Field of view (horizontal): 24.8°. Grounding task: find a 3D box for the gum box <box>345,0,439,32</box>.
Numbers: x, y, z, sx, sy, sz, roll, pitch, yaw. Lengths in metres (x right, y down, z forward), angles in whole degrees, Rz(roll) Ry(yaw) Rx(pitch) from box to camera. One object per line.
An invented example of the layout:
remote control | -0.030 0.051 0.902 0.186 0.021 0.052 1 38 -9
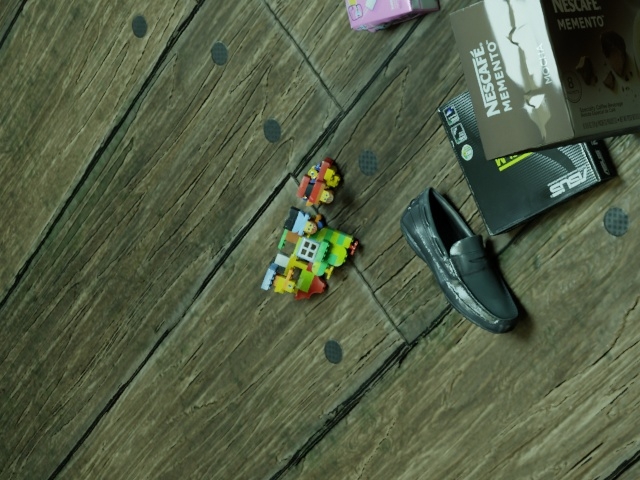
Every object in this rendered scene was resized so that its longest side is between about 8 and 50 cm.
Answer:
gum box | 0.084 -0.374 1.921 0.107 0.062 0.188 -8 92 43

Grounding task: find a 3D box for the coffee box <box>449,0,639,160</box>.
coffee box | 0.292 -0.194 1.603 0.119 0.297 0.168 -14 88 43

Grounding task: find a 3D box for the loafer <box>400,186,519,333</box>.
loafer | 0.185 0.026 1.901 0.223 0.076 0.078 54 137 26

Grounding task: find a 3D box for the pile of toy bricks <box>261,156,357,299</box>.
pile of toy bricks | 0.000 0.000 2.064 0.105 0.118 0.212 22 107 3

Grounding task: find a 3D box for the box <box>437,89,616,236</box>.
box | 0.255 -0.123 1.828 0.191 0.045 0.184 -29 77 43
